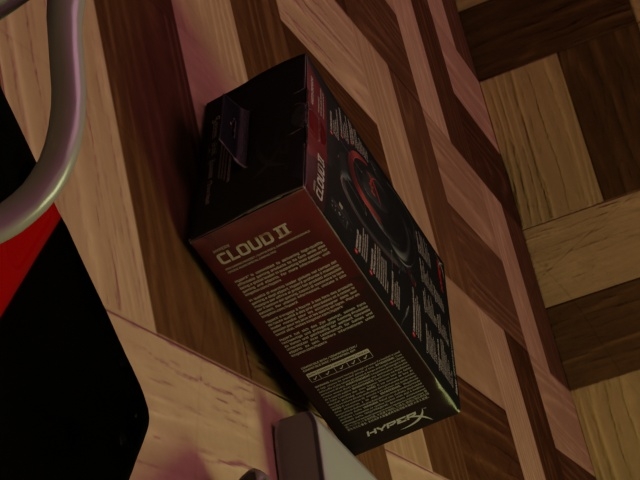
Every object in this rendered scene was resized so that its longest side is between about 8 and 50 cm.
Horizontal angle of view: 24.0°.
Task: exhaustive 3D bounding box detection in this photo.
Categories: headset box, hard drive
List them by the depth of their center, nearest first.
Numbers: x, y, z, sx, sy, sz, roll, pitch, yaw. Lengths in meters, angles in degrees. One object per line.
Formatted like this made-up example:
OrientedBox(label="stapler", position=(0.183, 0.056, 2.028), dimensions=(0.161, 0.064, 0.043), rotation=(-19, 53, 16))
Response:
OrientedBox(label="hard drive", position=(0.051, 0.296, 1.257), dimensions=(0.307, 0.040, 0.203), rotation=(52, 23, -51))
OrientedBox(label="headset box", position=(0.000, 0.000, 1.273), dimensions=(0.293, 0.110, 0.218), rotation=(55, 19, -30))

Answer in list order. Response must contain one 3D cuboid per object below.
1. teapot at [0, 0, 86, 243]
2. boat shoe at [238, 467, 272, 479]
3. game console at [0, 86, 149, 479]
OrientedBox(label="teapot", position=(-0.207, -0.145, 0.525), dimensions=(0.256, 0.187, 0.252), rotation=(34, -17, 36))
OrientedBox(label="boat shoe", position=(-0.056, 0.213, 0.947), dimensions=(0.076, 0.083, 0.226), rotation=(45, 13, -2))
OrientedBox(label="game console", position=(-0.198, 0.051, 0.686), dimensions=(0.386, 0.060, 0.342), rotation=(-76, 148, -63))
